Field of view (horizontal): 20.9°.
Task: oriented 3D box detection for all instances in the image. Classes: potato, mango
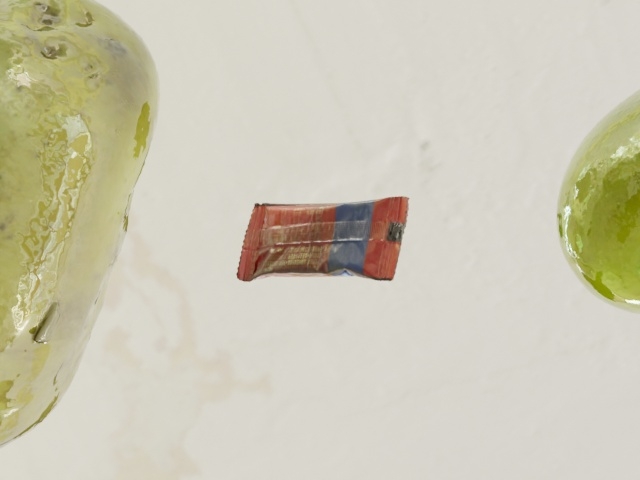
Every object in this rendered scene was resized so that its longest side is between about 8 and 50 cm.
[{"bbox_3d":[-0.171,-0.010,0.887,0.228,0.148,0.197,-62,-149,33],"label":"potato"},{"bbox_3d":[0.285,-0.058,1.252,0.149,0.273,0.185,53,-19,1],"label":"mango"}]

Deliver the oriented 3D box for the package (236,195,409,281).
[{"bbox_3d":[0.000,0.000,1.674,0.200,0.022,0.083,-1,-106,41],"label":"package"}]
